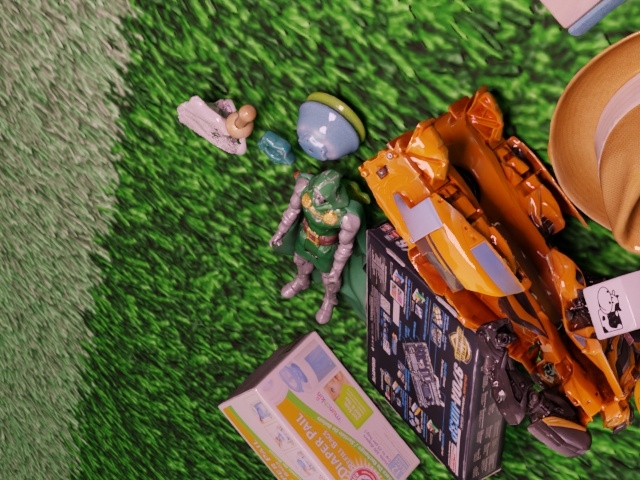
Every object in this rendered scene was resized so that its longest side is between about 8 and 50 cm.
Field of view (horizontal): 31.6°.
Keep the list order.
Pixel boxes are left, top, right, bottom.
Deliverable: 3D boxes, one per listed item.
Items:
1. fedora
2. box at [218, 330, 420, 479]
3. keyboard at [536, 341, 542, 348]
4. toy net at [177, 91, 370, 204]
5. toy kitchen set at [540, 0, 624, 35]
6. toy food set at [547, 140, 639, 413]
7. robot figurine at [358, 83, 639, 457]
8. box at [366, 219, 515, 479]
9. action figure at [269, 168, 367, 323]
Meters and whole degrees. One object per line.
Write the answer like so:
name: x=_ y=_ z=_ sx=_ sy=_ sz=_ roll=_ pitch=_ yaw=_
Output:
fedora: x=0.232 y=-0.045 z=0.701 sx=0.194 sy=0.079 sz=0.194 roll=12 pitch=137 yaw=11
box: x=-0.001 y=0.227 z=1.321 sx=0.203 sy=0.114 sz=0.103 roll=51 pitch=145 yaw=-4
keyboard: x=0.184 y=0.042 z=0.985 sx=0.038 sy=0.100 sz=0.192 roll=-33 pitch=83 yaw=16
toy net: x=-0.046 y=-0.103 z=1.131 sx=0.232 sy=0.045 sz=0.122 roll=18 pitch=153 yaw=40
toy kitchen set: x=0.266 y=-0.165 z=0.665 sx=0.166 sy=0.122 sz=0.207 roll=50 pitch=145 yaw=-1
toy food set: x=0.264 y=0.011 z=0.829 sx=0.104 sy=0.111 sz=0.232 roll=-26 pitch=75 yaw=48
robot figurine: x=0.163 y=0.026 z=0.894 sx=0.085 sy=0.211 sz=0.291 roll=-38 pitch=88 yaw=40
box: x=0.112 y=0.108 z=1.100 sx=0.175 sy=0.051 sz=0.220 roll=45 pitch=149 yaw=41
action figure: x=0.000 y=0.000 z=1.123 sx=0.137 sy=0.063 sz=0.232 roll=33 pitch=152 yaw=16
